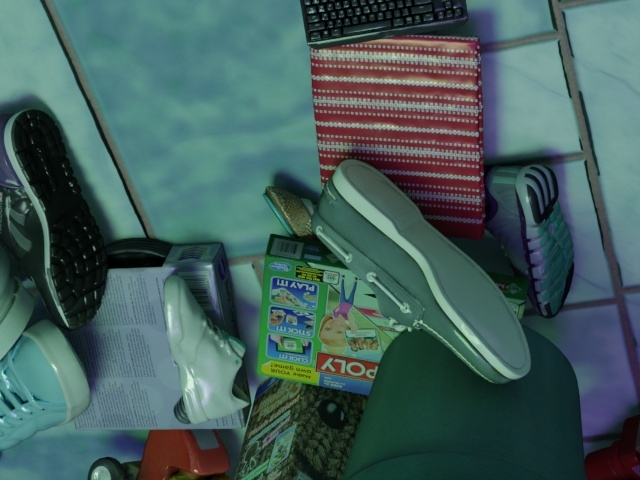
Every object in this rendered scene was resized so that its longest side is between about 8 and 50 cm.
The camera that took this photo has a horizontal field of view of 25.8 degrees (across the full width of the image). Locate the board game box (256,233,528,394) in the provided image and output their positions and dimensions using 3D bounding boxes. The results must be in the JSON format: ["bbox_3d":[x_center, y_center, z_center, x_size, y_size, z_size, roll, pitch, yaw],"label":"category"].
[{"bbox_3d":[0.083,0.109,1.742,0.317,0.046,0.213,10,131,5],"label":"board game box"}]

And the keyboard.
[{"bbox_3d":[0.065,-0.274,1.519,0.180,0.023,0.108,-7,94,13],"label":"keyboard"}]

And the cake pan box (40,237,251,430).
[{"bbox_3d":[-0.232,0.129,1.858,0.245,0.070,0.267,-5,115,12],"label":"cake pan box"}]

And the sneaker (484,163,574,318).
[{"bbox_3d":[0.246,-0.005,1.701,0.098,0.083,0.224,14,134,34],"label":"sneaker"}]

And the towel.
[{"bbox_3d":[0.092,-0.119,1.619,0.199,0.031,0.275,4,125,13],"label":"towel"}]

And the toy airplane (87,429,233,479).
[{"bbox_3d":[-0.163,0.469,1.931,0.272,0.386,0.384,-11,126,33],"label":"toy airplane"}]

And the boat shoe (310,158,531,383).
[{"bbox_3d":[0.109,0.050,1.592,0.319,0.116,0.099,49,121,15],"label":"boat shoe"}]

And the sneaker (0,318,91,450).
[{"bbox_3d":[-0.415,0.219,1.850,0.135,0.150,0.366,54,148,5],"label":"sneaker"}]

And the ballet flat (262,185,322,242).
[{"bbox_3d":[0.000,0.000,1.752,0.067,0.073,0.206,-30,123,1],"label":"ballet flat"}]

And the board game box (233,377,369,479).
[{"bbox_3d":[0.021,0.318,1.838,0.232,0.291,0.141,37,124,-18],"label":"board game box"}]

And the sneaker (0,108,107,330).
[{"bbox_3d":[-0.362,-0.023,1.757,0.124,0.107,0.283,-6,105,33],"label":"sneaker"}]

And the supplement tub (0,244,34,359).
[{"bbox_3d":[-0.544,0.031,1.760,0.235,0.235,0.325,-28,117,28],"label":"supplement tub"}]

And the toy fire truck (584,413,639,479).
[{"bbox_3d":[0.437,0.356,1.894,0.246,0.158,0.217,-26,119,40],"label":"toy fire truck"}]

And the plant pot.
[{"bbox_3d":[0.166,0.285,1.620,0.341,0.334,0.341,6,131,7],"label":"plant pot"}]

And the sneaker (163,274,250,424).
[{"bbox_3d":[-0.142,0.131,1.772,0.094,0.080,0.212,-12,119,0],"label":"sneaker"}]
